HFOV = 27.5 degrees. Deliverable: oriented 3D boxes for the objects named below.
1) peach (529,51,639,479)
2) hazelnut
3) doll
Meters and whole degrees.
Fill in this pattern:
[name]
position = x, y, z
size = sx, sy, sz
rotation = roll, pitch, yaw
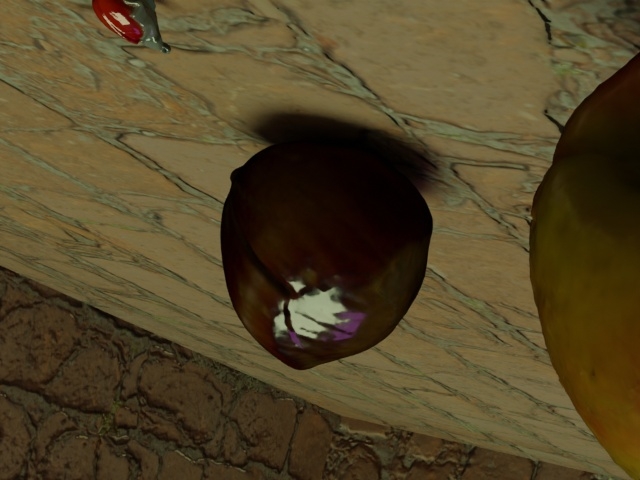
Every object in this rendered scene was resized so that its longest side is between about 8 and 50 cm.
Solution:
[peach]
position = 0.300, 0.030, 0.704
size = 0.372, 0.290, 0.373
rotation = 12, 161, 4
[hazelnut]
position = 0.000, 0.000, 1.236
size = 0.229, 0.230, 0.229
rotation = 15, 168, 3
[doll]
position = -0.152, -0.177, 0.974
size = 0.057, 0.039, 0.114
rotation = -26, 134, 28
